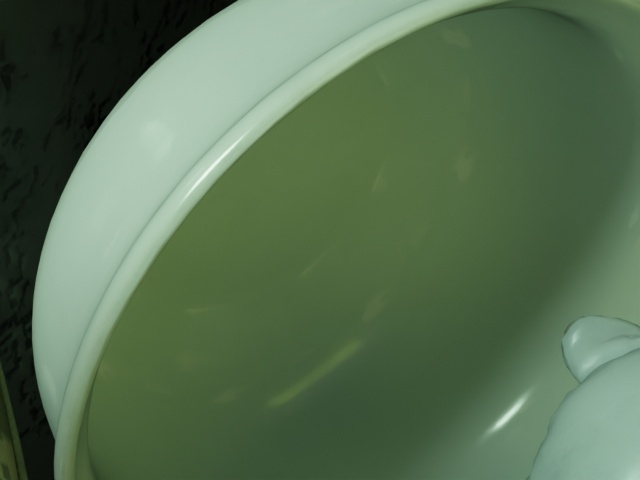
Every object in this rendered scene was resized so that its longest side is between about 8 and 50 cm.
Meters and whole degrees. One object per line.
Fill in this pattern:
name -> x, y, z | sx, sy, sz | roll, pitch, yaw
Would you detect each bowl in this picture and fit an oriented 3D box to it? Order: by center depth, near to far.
bowl -> 0.000, 0.000, 0.686 | 0.298, 0.134, 0.298 | -25, 139, -24

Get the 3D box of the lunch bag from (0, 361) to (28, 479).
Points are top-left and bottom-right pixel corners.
lunch bag -> -0.238, 0.066, 0.334 | 0.305, 0.213, 0.256 | -35, 144, 19

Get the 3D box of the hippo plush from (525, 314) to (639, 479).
hippo plush -> 0.073, 0.126, 0.641 | 0.236, 0.234, 0.294 | -49, 157, -38
